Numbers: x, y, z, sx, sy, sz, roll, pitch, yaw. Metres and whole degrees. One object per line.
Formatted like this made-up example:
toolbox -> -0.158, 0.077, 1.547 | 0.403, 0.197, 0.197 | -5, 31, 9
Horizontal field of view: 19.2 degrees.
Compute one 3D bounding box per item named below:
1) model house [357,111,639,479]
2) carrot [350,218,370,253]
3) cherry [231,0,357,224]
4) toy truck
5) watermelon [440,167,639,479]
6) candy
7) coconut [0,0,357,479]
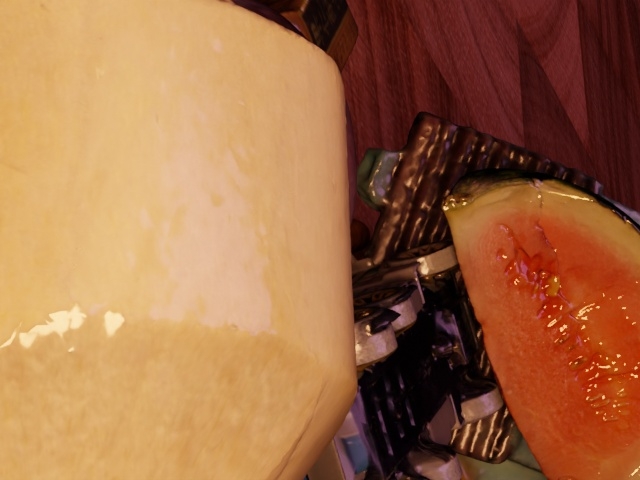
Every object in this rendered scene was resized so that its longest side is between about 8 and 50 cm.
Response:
model house -> 0.104, 0.057, 1.606 | 0.248, 0.230, 0.281 | 22, 84, -22
carrot -> 0.000, 0.000, 1.564 | 0.248, 0.043, 0.043 | -9, 85, -73
cherry -> -0.069, -0.050, 1.201 | 0.266, 0.183, 0.213 | -115, -154, -79
toy truck -> 0.009, 0.108, 1.313 | 0.367, 0.175, 0.146 | -35, 111, -69
watermelon -> 0.217, 0.062, 1.428 | 0.159, 0.128, 0.303 | -45, 118, -49
candy -> -0.036, -0.143, 1.437 | 0.271, 0.101, 0.143 | -78, 146, -63
coconut -> -0.129, 0.004, 0.847 | 0.323, 0.323, 0.323 | -14, 90, -70
